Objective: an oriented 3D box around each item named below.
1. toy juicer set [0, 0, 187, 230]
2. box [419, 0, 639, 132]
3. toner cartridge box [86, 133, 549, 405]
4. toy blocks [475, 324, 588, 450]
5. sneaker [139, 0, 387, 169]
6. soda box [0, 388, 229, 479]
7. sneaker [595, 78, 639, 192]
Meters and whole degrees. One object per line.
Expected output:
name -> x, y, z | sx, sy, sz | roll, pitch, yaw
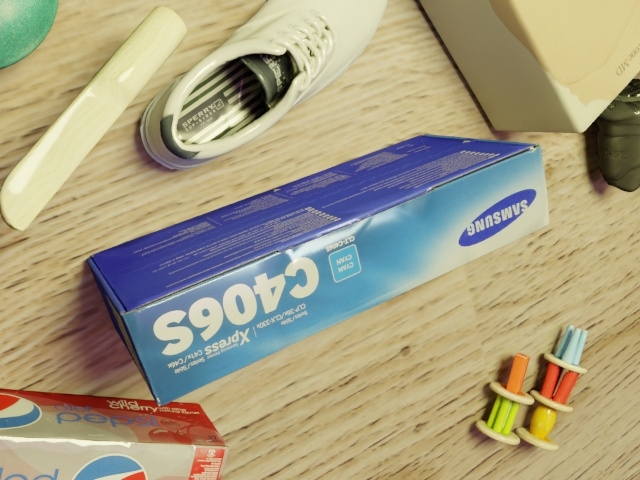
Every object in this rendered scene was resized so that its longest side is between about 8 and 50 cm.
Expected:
toy juicer set -> -0.212, -0.195, 0.439 | 0.209, 0.089, 0.329 | -37, 107, -29
box -> 0.172, -0.260, 0.593 | 0.148, 0.121, 0.311 | -47, 117, -11
toner cartridge box -> 0.000, 0.000, 0.540 | 0.348, 0.165, 0.075 | -22, 112, -21
toy blocks -> 0.257, 0.166, 0.770 | 0.123, 0.054, 0.148 | 18, 93, -30
sneaker -> -0.029, -0.144, 0.533 | 0.258, 0.091, 0.094 | -44, 117, -12
soda box -> -0.214, 0.173, 0.509 | 0.263, 0.092, 0.083 | 13, 94, -28
sneaker -> 0.438, -0.145, 0.780 | 0.286, 0.109, 0.130 | -18, 119, -15
